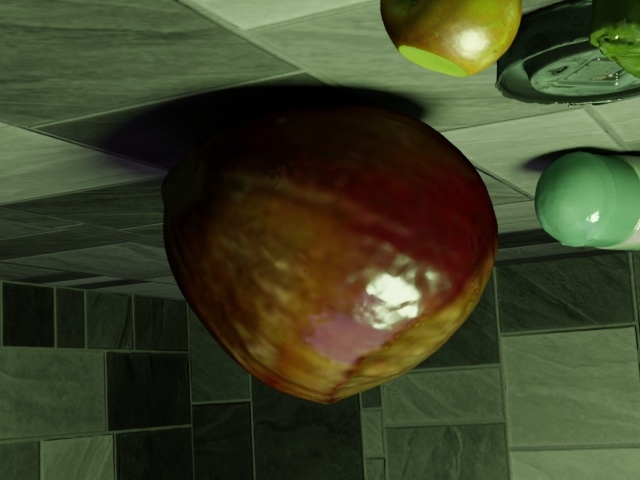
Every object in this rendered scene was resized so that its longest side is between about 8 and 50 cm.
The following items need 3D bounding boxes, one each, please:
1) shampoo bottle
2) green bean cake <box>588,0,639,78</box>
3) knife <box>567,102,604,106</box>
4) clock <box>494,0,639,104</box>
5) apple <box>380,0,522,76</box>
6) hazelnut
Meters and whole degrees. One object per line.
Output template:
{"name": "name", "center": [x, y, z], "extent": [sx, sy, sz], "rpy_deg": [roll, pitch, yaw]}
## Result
{"name": "shampoo bottle", "center": [0.488, -0.058, 1.657], "extent": [0.349, 0.151, 0.222], "rpy_deg": [2, 176, -36]}
{"name": "green bean cake", "center": [0.351, -0.180, 0.802], "extent": [0.248, 0.125, 0.222], "rpy_deg": [3, 175, 36]}
{"name": "knife", "center": [0.323, -0.164, 1.232], "extent": [0.023, 0.010, 0.170], "rpy_deg": [-4, -174, 34]}
{"name": "clock", "center": [0.290, -0.191, 1.055], "extent": [0.226, 0.049, 0.226], "rpy_deg": [-3, 170, 0]}
{"name": "apple", "center": [0.102, -0.189, 0.833], "extent": [0.102, 0.099, 0.114], "rpy_deg": [19, -176, -45]}
{"name": "hazelnut", "center": [0.000, 0.000, 1.298], "extent": [0.420, 0.353, 0.421], "rpy_deg": [25, 156, 12]}
